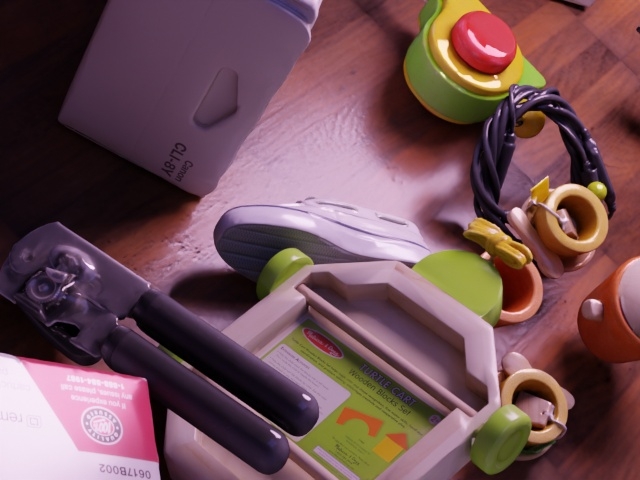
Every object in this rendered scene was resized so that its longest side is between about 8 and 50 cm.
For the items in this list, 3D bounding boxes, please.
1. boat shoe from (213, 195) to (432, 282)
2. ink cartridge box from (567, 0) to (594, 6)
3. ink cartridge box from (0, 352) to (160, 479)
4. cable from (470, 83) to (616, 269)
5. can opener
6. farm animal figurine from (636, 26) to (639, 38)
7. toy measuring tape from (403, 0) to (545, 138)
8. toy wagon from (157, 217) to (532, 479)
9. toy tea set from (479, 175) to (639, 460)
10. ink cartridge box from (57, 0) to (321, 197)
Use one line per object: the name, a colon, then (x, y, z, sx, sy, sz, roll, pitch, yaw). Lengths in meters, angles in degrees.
boat shoe: (0.000, 0.000, 1.306, 0.226, 0.083, 0.076, 16, 40, -31)
ink cartridge box: (0.197, -0.421, 1.528, 0.385, 0.308, 0.091, 13, 54, -18)
ink cartridge box: (-0.216, 0.236, 0.958, 0.226, 0.131, 0.306, 16, 50, -42)
cable: (0.212, -0.066, 1.430, 0.150, 0.047, 0.184, -29, 107, -17)
can opener: (-0.130, 0.086, 1.122, 0.283, 0.095, 0.076, 33, 67, 15)
farm animal figurine: (0.480, -0.057, 1.539, 0.327, 0.172, 0.330, 15, 45, -33)
toy measuring tape: (0.102, -0.223, 1.473, 0.330, 0.121, 0.121, 47, 50, 6)
toy wagon: (0.042, 0.108, 1.168, 0.344, 0.068, 0.267, -37, 55, -26)
toy tea set: (0.205, 0.076, 1.295, 0.336, 0.124, 0.200, -39, 89, -29)
ink cartridge box: (-0.068, -0.275, 1.309, 0.160, 0.279, 0.384, 27, 51, -8)
